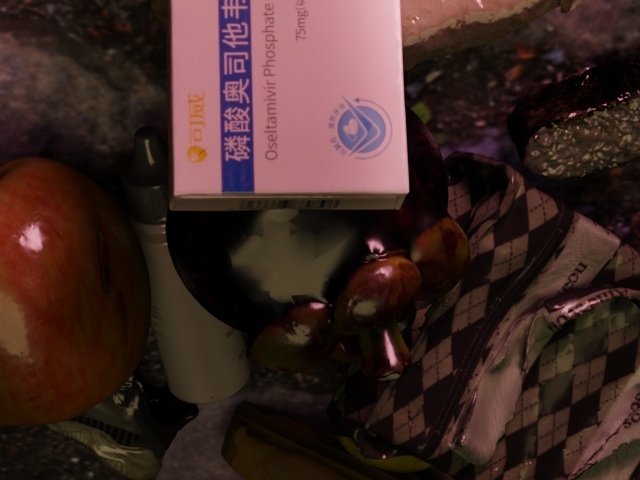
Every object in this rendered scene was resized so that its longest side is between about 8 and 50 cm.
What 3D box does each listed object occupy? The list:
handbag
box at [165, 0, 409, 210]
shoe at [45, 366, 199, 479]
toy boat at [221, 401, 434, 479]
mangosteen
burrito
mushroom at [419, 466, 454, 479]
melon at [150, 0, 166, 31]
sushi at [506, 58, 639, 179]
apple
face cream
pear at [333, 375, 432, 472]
[{"bbox_3d":[0.231,0.148,1.873,0.416,0.180,0.317,34,82,-24],"label":"handbag"},{"bbox_3d":[-0.033,-0.197,1.590,0.200,0.344,0.065,-1,169,-4],"label":"box"},{"bbox_3d":[-0.225,0.158,1.947,0.112,0.099,0.227,-39,124,13],"label":"shoe"},{"bbox_3d":[0.039,0.265,1.998,0.310,0.115,0.089,25,116,17],"label":"toy boat"},{"bbox_3d":[-0.003,-0.002,1.717,0.287,0.288,0.233,34,156,-25],"label":"mangosteen"},{"bbox_3d":[0.108,-0.203,1.741,0.275,0.059,0.082,-18,137,9],"label":"burrito"},{"bbox_3d":[0.130,0.237,2.047,0.083,0.067,0.084,10,108,32],"label":"mushroom"},{"bbox_3d":[-0.088,-0.216,1.688,0.130,0.098,0.098,7,124,-6],"label":"melon"},{"bbox_3d":[0.259,-0.114,1.805,0.150,0.078,0.090,-22,130,9],"label":"sushi"},{"bbox_3d":[-0.287,0.058,1.758,0.264,0.264,0.264,-3,125,-4],"label":"apple"},{"bbox_3d":[-0.141,0.020,1.854,0.092,0.092,0.311,-11,126,2],"label":"face cream"},{"bbox_3d":[0.085,0.170,1.941,0.141,0.141,0.104,11,151,-13],"label":"pear"}]
